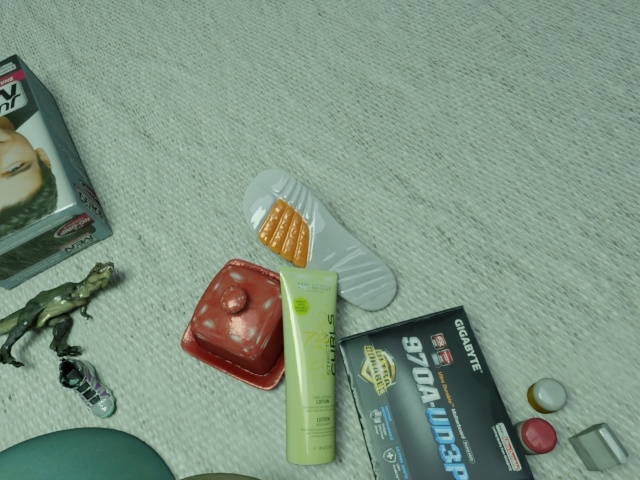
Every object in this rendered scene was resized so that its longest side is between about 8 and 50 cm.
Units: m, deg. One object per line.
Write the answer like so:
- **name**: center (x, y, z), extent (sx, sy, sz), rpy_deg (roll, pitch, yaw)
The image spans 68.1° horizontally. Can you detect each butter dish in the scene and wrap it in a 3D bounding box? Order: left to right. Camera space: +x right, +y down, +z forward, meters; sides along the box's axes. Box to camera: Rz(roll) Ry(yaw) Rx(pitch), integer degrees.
- **butter dish**: center (-0.105, 0.096, 0.638), extent (0.160, 0.118, 0.159), rpy_deg (21, 69, 15)

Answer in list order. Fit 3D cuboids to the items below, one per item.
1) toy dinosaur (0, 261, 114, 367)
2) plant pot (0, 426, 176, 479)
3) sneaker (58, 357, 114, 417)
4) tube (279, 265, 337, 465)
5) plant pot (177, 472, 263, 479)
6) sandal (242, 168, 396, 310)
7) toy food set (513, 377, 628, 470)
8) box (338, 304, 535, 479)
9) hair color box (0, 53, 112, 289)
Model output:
- **toy dinosaur**: center (-0.415, 0.122, 0.697), extent (0.268, 0.064, 0.118), rpy_deg (-21, 57, -1)
- **plant pot**: center (-0.316, 0.344, 0.499), extent (0.290, 0.195, 0.290), rpy_deg (-3, 63, 5)
- **sneaker**: center (-0.324, 0.198, 0.640), extent (0.098, 0.069, 0.038), rpy_deg (40, 75, 22)
- **tube**: center (-0.014, 0.153, 0.604), extent (0.062, 0.070, 0.240), rpy_deg (-4, 75, 13)
- **plant pot**: center (-0.103, 0.420, 0.387), extent (0.323, 0.323, 0.280), rpy_deg (39, 101, 22)
- **sandal**: center (-0.007, 0.008, 0.701), extent (0.265, 0.076, 0.102), rpy_deg (42, 84, 1)
- **toy food set**: center (0.302, 0.263, 0.517), extent (0.111, 0.104, 0.232), rpy_deg (-24, 64, -5)
- **box**: center (0.134, 0.210, 0.592), extent (0.175, 0.051, 0.220), rpy_deg (-15, 63, -1)
- **hair color box**: center (-0.518, -0.127, 0.796), extent (0.185, 0.113, 0.374), rpy_deg (-30, 65, -8)
